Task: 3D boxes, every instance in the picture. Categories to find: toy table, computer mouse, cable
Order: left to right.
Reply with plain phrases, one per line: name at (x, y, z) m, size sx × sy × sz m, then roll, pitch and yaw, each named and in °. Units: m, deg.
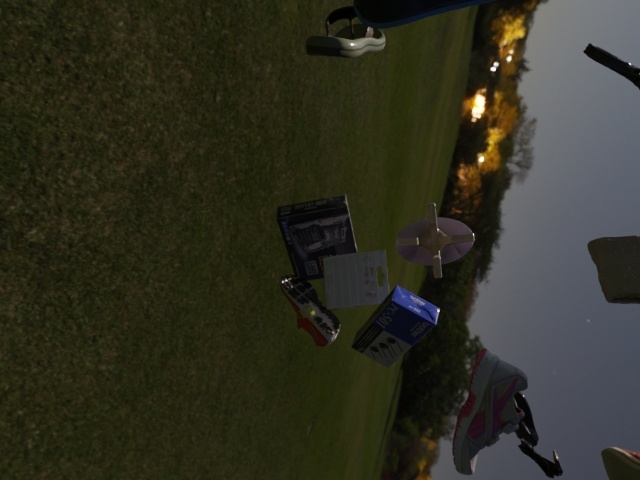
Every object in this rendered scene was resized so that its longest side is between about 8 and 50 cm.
toy table at (0.399, 0.004, 1.650) m, size 0.161 × 0.274 × 0.252 m, roll 9°, pitch 65°, yaw -75°
computer mouse at (0.601, 0.563, 1.354) m, size 0.184 × 0.060 × 0.262 m, roll -147°, pitch -145°, yaw -71°
cable at (0.774, -0.406, 1.119) m, size 0.139 × 0.287 × 0.072 m, roll -45°, pitch 172°, yaw -46°

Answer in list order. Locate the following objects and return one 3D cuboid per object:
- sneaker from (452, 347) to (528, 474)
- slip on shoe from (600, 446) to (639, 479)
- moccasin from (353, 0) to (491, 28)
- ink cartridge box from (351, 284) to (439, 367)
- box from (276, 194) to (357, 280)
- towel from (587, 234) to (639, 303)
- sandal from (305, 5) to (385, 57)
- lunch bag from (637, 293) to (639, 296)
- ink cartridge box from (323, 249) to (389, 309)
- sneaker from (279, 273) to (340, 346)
sneaker at (0.326, 0.343, 0.900) m, size 0.103 × 0.111 × 0.252 m, roll -13°, pitch 119°, yaw -68°
slip on shoe at (0.722, 0.512, 1.007) m, size 0.331 × 0.101 × 0.123 m, roll 88°, pitch -8°, yaw -71°
moccasin at (0.195, -0.357, 0.551) m, size 0.117 × 0.342 × 0.137 m, roll 60°, pitch 19°, yaw -45°
ink cartridge box at (0.148, 0.183, 0.965) m, size 0.046 × 0.097 × 0.207 m, roll -61°, pitch 180°, yaw -43°
box at (0.000, 0.000, 1.655) m, size 0.076 × 0.243 × 0.307 m, roll -92°, pitch 171°, yaw -51°
towel at (0.740, 0.058, 0.989) m, size 0.187 × 0.282 × 0.049 m, roll -71°, pitch 152°, yaw -49°
sandal at (0.057, -0.410, 0.913) m, size 0.303 × 0.120 × 0.086 m, roll -58°, pitch 148°, yaw -60°
lunch bag at (0.701, 0.135, 0.770) m, size 0.115 × 0.303 × 0.243 m, roll -58°, pitch 147°, yaw -11°
ink cartridge box at (0.098, 0.105, 1.256) m, size 0.045 × 0.179 × 0.145 m, roll 26°, pitch 58°, yaw -66°
sneaker at (-0.056, 0.232, 1.530) m, size 0.107 × 0.279 × 0.118 m, roll -12°, pitch 143°, yaw -43°
